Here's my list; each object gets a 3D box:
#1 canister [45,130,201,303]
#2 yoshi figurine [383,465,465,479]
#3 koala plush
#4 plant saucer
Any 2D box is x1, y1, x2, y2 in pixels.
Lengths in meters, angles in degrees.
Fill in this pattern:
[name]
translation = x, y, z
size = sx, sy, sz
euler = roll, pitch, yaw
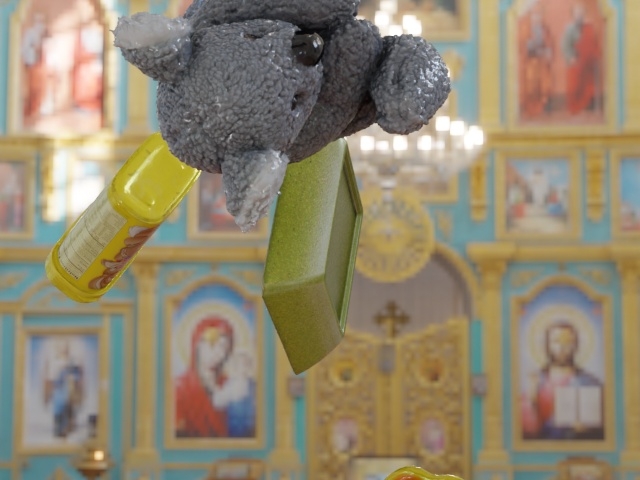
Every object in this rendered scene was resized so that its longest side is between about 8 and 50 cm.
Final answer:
[canister]
translation = -0.200, -0.024, 1.577
size = 0.073, 0.126, 0.170
euler = 40, -42, -6
[yoshi figurine]
translation = 0.145, 0.342, 1.122
size = 0.203, 0.203, 0.362
euler = -20, -56, 25
[koala plush]
translation = -0.049, -0.111, 1.116
size = 0.203, 0.196, 0.221
euler = -26, 13, 28
[plant saucer]
translation = 0.000, 0.000, 1.343
size = 0.045, 0.188, 0.188
euler = 4, -26, 11
